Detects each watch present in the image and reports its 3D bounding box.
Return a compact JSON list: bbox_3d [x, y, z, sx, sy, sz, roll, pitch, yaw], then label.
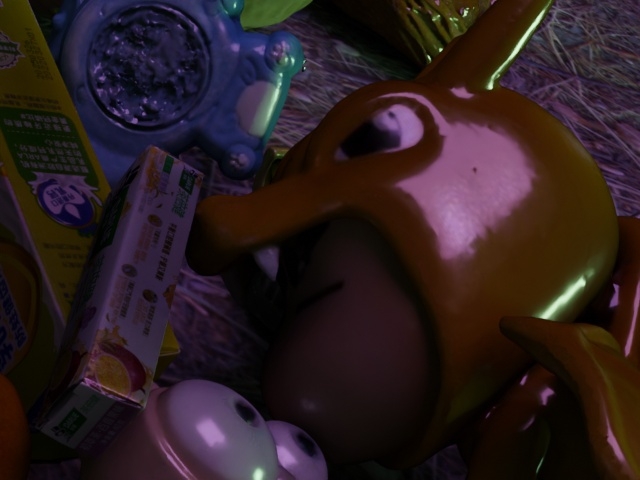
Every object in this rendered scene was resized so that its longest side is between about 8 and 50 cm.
[{"bbox_3d":[-0.116,-0.132,1.215,0.211,0.211,0.193,26,8,-6],"label":"watch"}]

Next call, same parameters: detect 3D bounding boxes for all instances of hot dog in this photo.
[{"bbox_3d":[0.072,-0.272,1.608,0.272,0.122,0.196,40,32,20],"label":"hot dog"}]

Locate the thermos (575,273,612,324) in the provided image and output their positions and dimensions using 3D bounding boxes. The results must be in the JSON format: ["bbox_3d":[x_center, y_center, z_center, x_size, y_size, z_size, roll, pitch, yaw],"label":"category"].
[{"bbox_3d":[0.221,0.056,1.277,0.124,0.099,0.232,-1,19,26],"label":"thermos"}]

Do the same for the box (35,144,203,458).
[{"bbox_3d":[-0.107,0.027,0.867,0.041,0.050,0.207,31,35,-17],"label":"box"}]

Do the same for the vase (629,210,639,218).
[{"bbox_3d":[0.314,0.018,1.443,0.053,0.053,0.101,0,36,-39],"label":"vase"}]

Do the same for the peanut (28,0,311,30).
[{"bbox_3d":[-0.130,-0.247,1.383,0.313,0.152,0.152,-14,51,-40],"label":"peanut"}]

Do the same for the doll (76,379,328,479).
[{"bbox_3d":[-0.029,0.191,0.852,0.278,0.119,0.154,54,17,21],"label":"doll"}]

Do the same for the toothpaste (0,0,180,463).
[{"bbox_3d":[-0.196,-0.027,0.987,0.077,0.110,0.327,5,47,-43],"label":"toothpaste"}]

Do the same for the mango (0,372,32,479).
[{"bbox_3d":[-0.219,0.126,0.825,0.159,0.084,0.105,-33,81,-34],"label":"mango"}]

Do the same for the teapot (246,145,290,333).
[{"bbox_3d":[0.000,0.000,1.149,0.130,0.119,0.166,3,31,-41],"label":"teapot"}]

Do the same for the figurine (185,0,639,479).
[{"bbox_3d":[0.139,0.061,0.990,0.387,0.268,0.401,55,39,3],"label":"figurine"}]
